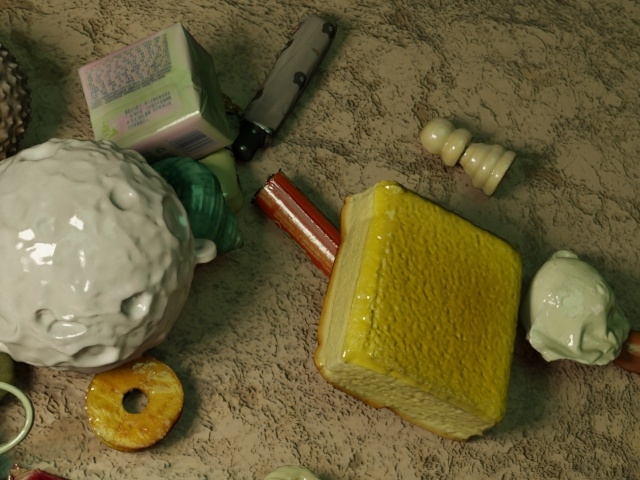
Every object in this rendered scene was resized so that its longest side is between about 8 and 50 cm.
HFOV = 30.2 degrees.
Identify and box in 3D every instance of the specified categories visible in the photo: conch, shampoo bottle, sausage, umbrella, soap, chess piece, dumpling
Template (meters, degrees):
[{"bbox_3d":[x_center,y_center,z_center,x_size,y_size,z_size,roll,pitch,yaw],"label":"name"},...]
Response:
[{"bbox_3d":[-0.217,-0.037,1.835,0.202,0.196,0.134,39,41,5],"label":"conch"},{"bbox_3d":[-0.168,-0.084,1.927,0.079,0.079,0.162,-6,66,-21],"label":"shampoo bottle"},{"bbox_3d":[0.592,0.207,2.031,0.198,0.076,0.076,19,60,-10],"label":"sausage"},{"bbox_3d":[-0.065,-0.267,2.062,0.073,0.067,0.337,22,58,9],"label":"umbrella"},{"bbox_3d":[-0.262,-0.214,1.884,0.199,0.138,0.182,-22,68,16],"label":"soap"},{"bbox_3d":[0.255,-0.158,2.102,0.170,0.094,0.094,32,59,4],"label":"chess piece"},{"bbox_3d":[0.431,0.118,1.981,0.193,0.147,0.258,22,43,-4],"label":"dumpling"},{"bbox_3d":[0.000,0.000,1.941,0.264,0.083,0.083,46,60,7],"label":"sausage"}]

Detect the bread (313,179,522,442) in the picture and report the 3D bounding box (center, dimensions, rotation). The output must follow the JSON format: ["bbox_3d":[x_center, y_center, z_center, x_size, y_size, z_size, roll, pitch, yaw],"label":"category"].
[{"bbox_3d":[0.162,0.108,1.858,0.324,0.143,0.333,28,59,-25],"label":"bread"}]

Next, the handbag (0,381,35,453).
[{"bbox_3d":[-0.544,0.261,1.581,0.315,0.109,0.241,-15,94,-22],"label":"handbag"}]

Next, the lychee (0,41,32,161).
[{"bbox_3d":[-0.579,-0.211,1.751,0.300,0.300,0.300,8,62,-14],"label":"lychee"}]

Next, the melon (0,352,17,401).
[{"bbox_3d":[-0.508,0.196,1.662,0.162,0.099,0.099,-11,68,-22],"label":"melon"}]

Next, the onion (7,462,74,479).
[{"bbox_3d":[-0.361,0.419,1.583,0.227,0.120,0.283,-14,69,-29],"label":"onion"}]

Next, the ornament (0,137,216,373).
[{"bbox_3d":[-0.348,0.026,1.660,0.337,0.337,0.337,8,62,-14],"label":"ornament"}]

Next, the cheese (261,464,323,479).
[{"bbox_3d":[-0.008,0.450,1.699,0.159,0.093,0.263,-31,76,-30],"label":"cheese"}]

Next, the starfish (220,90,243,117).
[{"bbox_3d":[-0.229,-0.256,2.026,0.210,0.053,0.150,19,72,-13],"label":"starfish"}]

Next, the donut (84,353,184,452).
[{"bbox_3d":[-0.276,0.242,1.737,0.152,0.058,0.151,8,61,-15],"label":"donut"}]
